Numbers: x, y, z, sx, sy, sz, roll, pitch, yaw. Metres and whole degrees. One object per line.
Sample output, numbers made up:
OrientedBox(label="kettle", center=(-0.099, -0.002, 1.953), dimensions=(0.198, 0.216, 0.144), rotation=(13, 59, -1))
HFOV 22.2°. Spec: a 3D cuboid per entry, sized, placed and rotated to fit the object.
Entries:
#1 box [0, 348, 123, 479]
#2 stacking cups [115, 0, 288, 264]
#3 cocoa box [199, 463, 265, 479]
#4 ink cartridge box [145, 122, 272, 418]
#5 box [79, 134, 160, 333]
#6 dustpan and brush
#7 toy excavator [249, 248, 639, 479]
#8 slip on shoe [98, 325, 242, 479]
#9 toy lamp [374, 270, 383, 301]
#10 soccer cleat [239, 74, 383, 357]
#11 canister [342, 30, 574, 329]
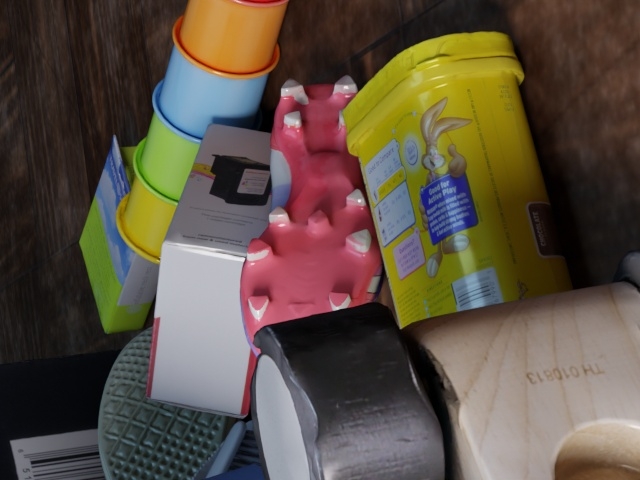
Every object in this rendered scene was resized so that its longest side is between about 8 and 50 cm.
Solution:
OrientedBox(label="box", center=(-0.254, 0.330, 1.550), dimensions=(0.395, 0.212, 0.293), rotation=(119, 139, -51))
OrientedBox(label="stacking cups", center=(-0.069, -0.118, 1.200), dimensions=(0.096, 0.096, 0.316), rotation=(65, 145, 37))
OrientedBox(label="cocoa box", center=(-0.085, 0.341, 0.922), dimensions=(0.228, 0.231, 0.347), rotation=(34, 112, 28))
OrientedBox(label="ink cartridge box", center=(-0.064, 0.017, 1.120), dimensions=(0.175, 0.072, 0.127), rotation=(-78, -2, -60))
OrientedBox(label="box", center=(-0.179, -0.005, 1.510), dimensions=(0.178, 0.042, 0.109), rotation=(118, 139, -51))
OrientedBox(label="dustpan and brush", center=(-0.084, 0.198, 1.166), dimensions=(0.211, 0.060, 0.147), rotation=(-60, 16, -17))
OrientedBox(label="toy excavator", center=(0.128, 0.285, 0.702), dimensions=(0.445, 0.222, 0.433), rotation=(94, 159, -45))
OrientedBox(label="slip on shoe", center=(-0.099, 0.206, 1.301), dimensions=(0.101, 0.123, 0.331), rotation=(66, -175, -53))
OrientedBox(label="toy lamp", center=(0.013, 0.158, 1.062), dimensions=(0.080, 0.080, 0.275), rotation=(178, 86, -67))
OrientedBox(label="soccer cleat", center=(0.000, 0.000, 0.994), dimensions=(0.248, 0.083, 0.095), rotation=(-88, -8, -47))
OrientedBox(label="canister", center=(0.076, -0.010, 0.887), dimensions=(0.126, 0.073, 0.170), rotation=(139, 120, -62))
